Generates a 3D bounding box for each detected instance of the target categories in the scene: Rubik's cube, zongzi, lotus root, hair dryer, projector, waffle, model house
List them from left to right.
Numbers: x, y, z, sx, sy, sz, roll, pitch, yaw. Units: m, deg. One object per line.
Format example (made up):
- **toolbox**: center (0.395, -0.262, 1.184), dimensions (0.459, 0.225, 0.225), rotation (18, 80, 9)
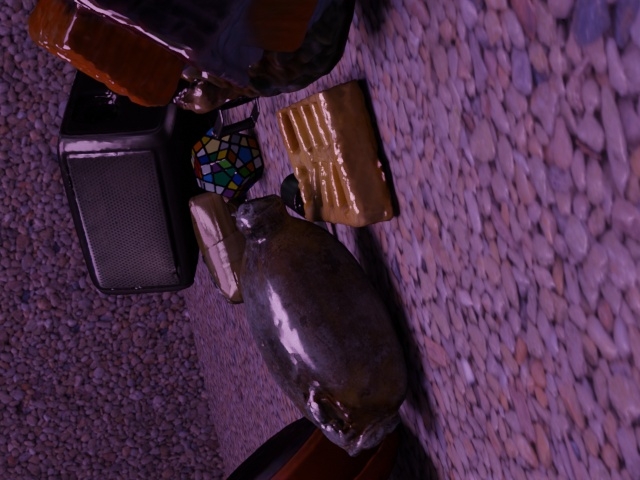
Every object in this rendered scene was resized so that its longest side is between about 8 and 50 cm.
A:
- **model house**: center (-0.171, -0.253, 1.075), dimensions (0.360, 0.339, 0.297), rotation (31, 126, 6)
- **projector**: center (-0.364, -0.153, 2.351), dimensions (0.395, 0.242, 0.405), rotation (-91, -3, -50)
- **Rubik's cube**: center (-0.163, -0.136, 1.998), dimensions (0.112, 0.133, 0.133), rotation (-20, 85, 51)
- **zongzi**: center (-0.182, 0.021, 2.284), dimensions (0.256, 0.115, 0.228), rotation (129, 121, -83)
- **lotus root**: center (-0.001, 0.098, 1.455), dimensions (0.349, 0.175, 0.175), rotation (64, 165, 9)
- **hair dryer**: center (0.000, 0.000, 1.632), dimensions (0.100, 0.057, 0.197), rotation (-145, 36, -73)
- **waffle**: center (0.013, -0.102, 1.422), dimensions (0.274, 0.057, 0.168), rotation (-172, 66, -76)

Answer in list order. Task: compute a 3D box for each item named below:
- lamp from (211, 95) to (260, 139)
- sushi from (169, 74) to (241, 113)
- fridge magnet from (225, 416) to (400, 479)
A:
- **lamp**: center (-0.137, -0.289, 1.713), dimensions (0.172, 0.147, 0.227), rotation (-27, 87, 53)
- **sushi**: center (-0.119, -0.268, 1.409), dimensions (0.225, 0.238, 0.218), rotation (-125, 14, -54)
- **fridge magnet**: center (-0.040, 0.361, 1.559), dimensions (0.155, 0.363, 0.363), rotation (49, 167, -2)
